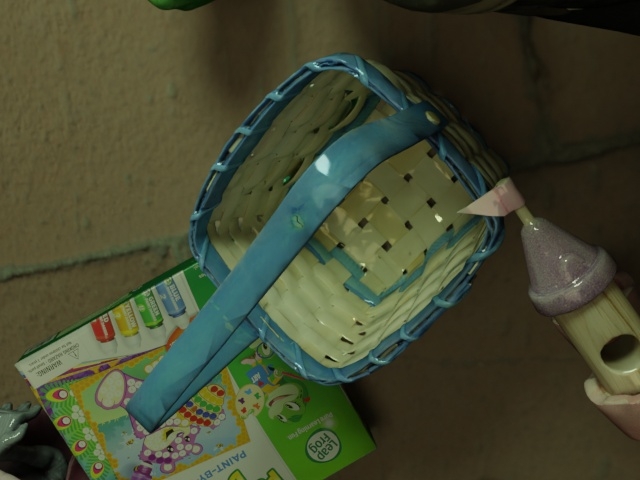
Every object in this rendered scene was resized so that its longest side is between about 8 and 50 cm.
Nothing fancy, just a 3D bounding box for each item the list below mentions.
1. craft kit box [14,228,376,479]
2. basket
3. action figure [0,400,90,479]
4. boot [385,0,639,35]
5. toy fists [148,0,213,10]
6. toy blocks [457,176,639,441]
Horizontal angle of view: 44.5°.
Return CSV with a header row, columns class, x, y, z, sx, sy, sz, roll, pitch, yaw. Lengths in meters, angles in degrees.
class,x,y,z,sx,sy,sz,roll,pitch,yaw
craft kit box,-0.113,0.152,0.747,0.250,0.061,0.246,-30,102,-2
basket,0.000,0.000,0.565,0.201,0.289,0.255,43,120,2
action figure,-0.254,0.362,0.852,0.248,0.276,0.370,7,100,14
boot,0.136,-0.212,0.472,0.284,0.377,0.138,3,119,-19
toy fists,-0.091,-0.309,0.561,0.096,0.142,0.279,20,117,15
toy blocks,0.267,0.020,0.425,0.289,0.309,0.260,-31,104,17
